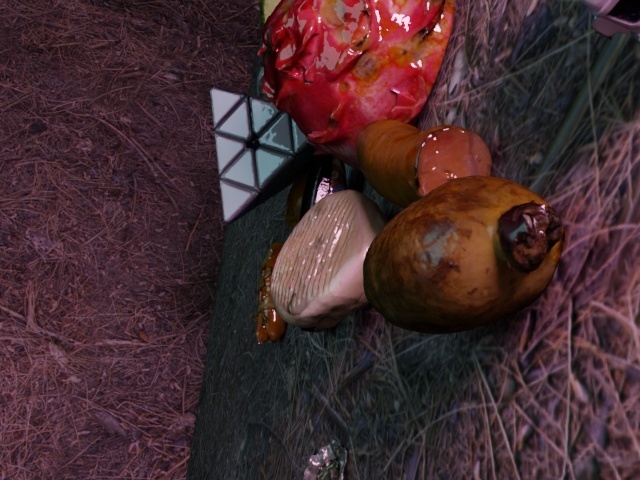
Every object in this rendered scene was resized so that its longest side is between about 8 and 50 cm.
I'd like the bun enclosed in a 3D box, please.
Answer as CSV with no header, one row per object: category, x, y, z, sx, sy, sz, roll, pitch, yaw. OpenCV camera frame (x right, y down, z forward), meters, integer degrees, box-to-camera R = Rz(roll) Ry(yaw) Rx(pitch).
bun,0.028,0.033,0.972,0.237,0.116,0.210,-17,51,47

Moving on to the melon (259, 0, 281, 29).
melon,0.014,-0.459,1.364,0.226,0.331,0.344,-30,27,22

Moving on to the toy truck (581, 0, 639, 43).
toy truck,0.217,-0.237,0.479,0.110,0.116,0.216,119,159,-47

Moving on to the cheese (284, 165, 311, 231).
cheese,-0.029,-0.089,1.405,0.250,0.064,0.157,172,110,-76

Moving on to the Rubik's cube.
Rubik's cube,-0.110,-0.194,1.420,0.233,0.228,0.228,-112,19,-55

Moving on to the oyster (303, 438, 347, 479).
oyster,0.017,0.343,0.936,0.100,0.037,0.098,-56,35,0

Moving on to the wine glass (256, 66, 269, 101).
wine glass,-0.075,-0.339,1.645,0.165,0.164,0.197,117,153,-44

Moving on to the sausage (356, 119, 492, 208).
sausage,0.112,-0.095,0.805,0.270,0.108,0.109,-129,53,-72

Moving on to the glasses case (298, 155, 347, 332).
glasses case,0.000,0.000,1.158,0.122,0.082,0.321,125,151,-79

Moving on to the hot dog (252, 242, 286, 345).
hot dog,-0.111,0.121,1.528,0.109,0.072,0.270,119,160,-55

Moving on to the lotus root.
lotus root,0.121,0.015,0.573,0.128,0.145,0.260,60,161,4

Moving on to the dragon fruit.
dragon fruit,0.036,-0.308,1.030,0.386,0.249,0.371,-102,33,-54
